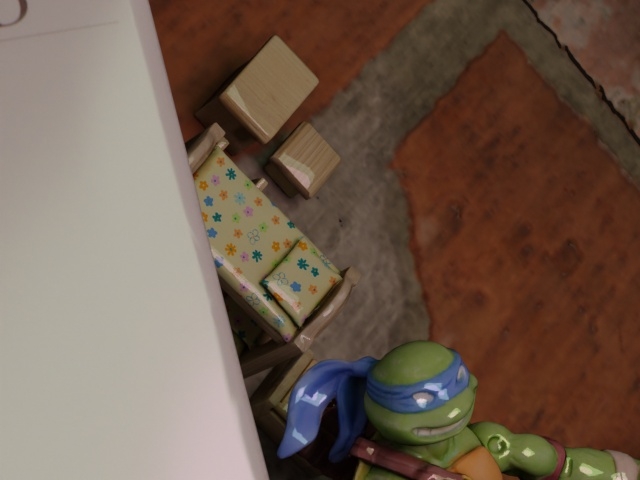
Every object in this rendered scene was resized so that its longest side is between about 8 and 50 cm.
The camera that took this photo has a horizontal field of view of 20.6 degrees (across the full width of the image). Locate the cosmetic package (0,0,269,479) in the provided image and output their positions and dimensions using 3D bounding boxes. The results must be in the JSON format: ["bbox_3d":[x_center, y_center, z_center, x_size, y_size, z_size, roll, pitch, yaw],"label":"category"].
[{"bbox_3d":[-0.143,0.123,0.738,0.230,0.161,0.453,-13,81,-17],"label":"cosmetic package"}]

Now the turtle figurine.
[{"bbox_3d":[0.109,0.185,0.841,0.198,0.274,0.266,-71,160,-55],"label":"turtle figurine"}]

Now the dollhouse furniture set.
[{"bbox_3d":[0.000,0.000,0.941,0.182,0.101,0.161,46,56,-12],"label":"dollhouse furniture set"}]
